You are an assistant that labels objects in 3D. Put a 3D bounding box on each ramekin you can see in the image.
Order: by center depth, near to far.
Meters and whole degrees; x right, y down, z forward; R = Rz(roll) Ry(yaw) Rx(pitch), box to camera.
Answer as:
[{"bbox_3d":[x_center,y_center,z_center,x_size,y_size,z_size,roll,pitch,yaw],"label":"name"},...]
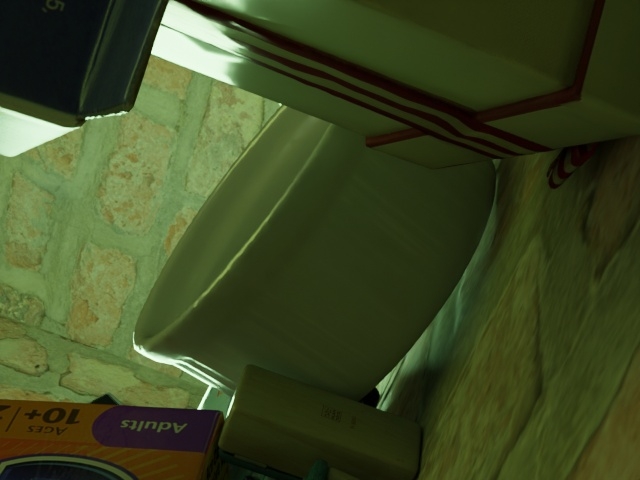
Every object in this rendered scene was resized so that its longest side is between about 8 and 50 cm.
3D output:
[{"bbox_3d":[0.000,0.000,0.928,0.277,0.135,0.277,-49,14,17],"label":"ramekin"}]

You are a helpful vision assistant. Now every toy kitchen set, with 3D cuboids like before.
[{"bbox_3d":[-0.029,0.210,0.777,0.207,0.122,0.166,-74,5,-63],"label":"toy kitchen set"}]

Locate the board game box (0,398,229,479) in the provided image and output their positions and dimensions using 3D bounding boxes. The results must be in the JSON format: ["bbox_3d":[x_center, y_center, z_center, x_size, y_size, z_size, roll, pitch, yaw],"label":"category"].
[{"bbox_3d":[-0.251,0.338,0.778,0.356,0.356,0.356,-75,-14,-62],"label":"board game box"}]

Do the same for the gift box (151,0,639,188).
[{"bbox_3d":[0.047,-0.183,0.634,0.255,0.258,0.276,-72,18,-3],"label":"gift box"}]

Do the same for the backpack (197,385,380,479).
[{"bbox_3d":[-0.044,0.193,1.046,0.166,0.144,0.188,-85,11,-59],"label":"backpack"}]

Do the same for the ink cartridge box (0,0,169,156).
[{"bbox_3d":[-0.086,-0.190,0.512,0.307,0.072,0.303,-179,107,-72],"label":"ink cartridge box"}]

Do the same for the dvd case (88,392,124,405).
[{"bbox_3d":[-0.106,0.249,0.991,0.029,0.238,0.179,-33,-23,-39],"label":"dvd case"}]

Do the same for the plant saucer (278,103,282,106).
[{"bbox_3d":[0.008,-0.101,1.273,0.037,0.241,0.241,-37,3,-1],"label":"plant saucer"}]
